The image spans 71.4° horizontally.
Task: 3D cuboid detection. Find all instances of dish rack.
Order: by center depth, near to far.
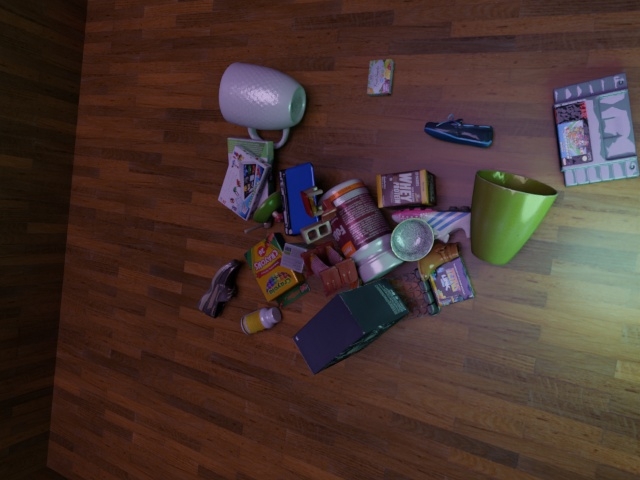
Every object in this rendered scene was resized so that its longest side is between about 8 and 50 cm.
[{"bbox_3d":[0.337,0.241,1.853,0.271,0.074,0.209,-21,80,27],"label":"dish rack"}]

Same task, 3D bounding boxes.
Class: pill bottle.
[{"bbox_3d":[0.169,-0.036,1.844,0.224,0.224,0.393,-34,76,22],"label":"pill bottle"},{"bbox_3d":[-0.284,0.382,2.139,0.184,0.103,0.103,-24,80,25],"label":"pill bottle"}]

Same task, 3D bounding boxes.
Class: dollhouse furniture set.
[{"bbox_3d":[0.000,0.000,1.747,0.201,0.152,0.375,38,149,59],"label":"dollhouse furniture set"}]

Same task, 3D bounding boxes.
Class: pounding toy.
[{"bbox_3d":[-0.220,-0.106,2.047,0.110,0.183,0.237,44,125,9],"label":"pounding toy"}]

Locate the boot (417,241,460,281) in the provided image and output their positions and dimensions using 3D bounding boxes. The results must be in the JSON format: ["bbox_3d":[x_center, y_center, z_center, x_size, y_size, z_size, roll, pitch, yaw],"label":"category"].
[{"bbox_3d":[0.462,0.074,1.729,0.152,0.197,0.073,-11,127,30],"label":"boot"}]

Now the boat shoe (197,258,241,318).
[{"bbox_3d":[-0.481,0.247,2.236,0.130,0.132,0.356,39,116,10],"label":"boat shoe"}]

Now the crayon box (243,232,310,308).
[{"bbox_3d":[-0.207,0.147,2.112,0.202,0.081,0.319,-35,76,22],"label":"crayon box"}]

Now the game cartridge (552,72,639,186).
[{"bbox_3d":[0.949,-0.378,1.550,0.229,0.068,0.356,-7,87,22],"label":"game cartridge"}]

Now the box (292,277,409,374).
[{"bbox_3d":[0.119,0.339,1.774,0.343,0.312,0.179,-49,64,36],"label":"box"}]

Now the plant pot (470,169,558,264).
[{"bbox_3d":[0.658,-0.072,1.606,0.274,0.274,0.294,21,116,24],"label":"plant pot"}]

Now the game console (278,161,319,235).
[{"bbox_3d":[-0.082,-0.173,1.980,0.173,0.250,0.294,-6,88,8],"label":"game console"}]

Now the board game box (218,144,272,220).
[{"bbox_3d":[-0.362,-0.268,2.100,0.192,0.053,0.306,36,122,14],"label":"board game box"}]

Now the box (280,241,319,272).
[{"bbox_3d":[-0.071,0.072,1.974,0.114,0.203,0.103,17,99,25],"label":"box"}]

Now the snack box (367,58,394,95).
[{"bbox_3d":[0.256,-0.693,1.897,0.100,0.037,0.141,6,93,27],"label":"snack box"}]

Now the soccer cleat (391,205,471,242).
[{"bbox_3d":[0.443,-0.062,1.769,0.330,0.116,0.143,0,91,26],"label":"soccer cleat"}]

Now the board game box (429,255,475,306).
[{"bbox_3d":[0.517,0.164,1.773,0.140,0.048,0.171,-21,82,26],"label":"board game box"}]

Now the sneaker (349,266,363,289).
[{"bbox_3d":[0.155,0.175,1.945,0.067,0.064,0.175,6,91,36],"label":"sneaker"}]

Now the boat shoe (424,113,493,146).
[{"bbox_3d":[0.539,-0.431,1.740,0.258,0.109,0.089,16,91,9],"label":"boat shoe"}]

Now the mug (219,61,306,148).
[{"bbox_3d":[-0.247,-0.600,2.044,0.327,0.276,0.375,16,128,18],"label":"mug"}]

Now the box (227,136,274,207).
[{"bbox_3d":[-0.331,-0.322,2.131,0.232,0.058,0.323,12,115,25],"label":"box"}]

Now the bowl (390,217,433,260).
[{"bbox_3d":[0.349,-0.011,1.740,0.169,0.080,0.170,-1,104,-4],"label":"bowl"}]

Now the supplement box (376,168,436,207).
[{"bbox_3d":[0.346,-0.197,1.773,0.193,0.191,0.129,-4,89,25],"label":"supplement box"}]
